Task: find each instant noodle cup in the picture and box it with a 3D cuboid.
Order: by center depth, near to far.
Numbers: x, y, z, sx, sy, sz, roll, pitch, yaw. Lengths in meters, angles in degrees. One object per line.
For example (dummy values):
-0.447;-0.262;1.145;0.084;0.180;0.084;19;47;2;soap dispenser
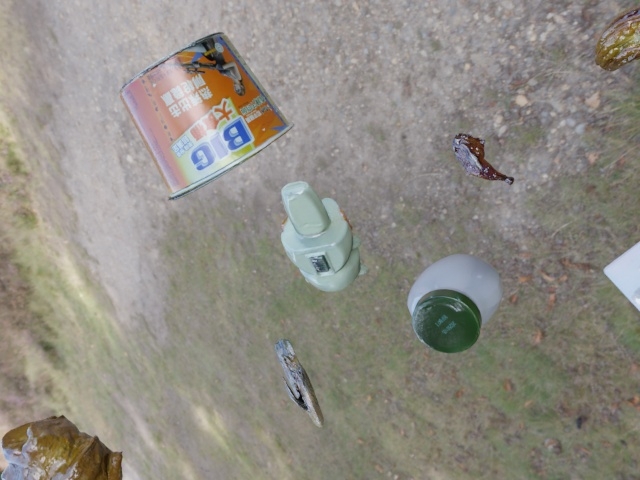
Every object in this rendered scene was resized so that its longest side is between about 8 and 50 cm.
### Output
-0.224;-0.240;0.987;0.297;0.296;0.213;-9;118;49;instant noodle cup

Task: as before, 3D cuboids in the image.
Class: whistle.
-0.001;0.002;0.763;0.105;0.102;0.253;51;173;37;whistle

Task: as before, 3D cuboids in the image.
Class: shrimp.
-0.052;0.288;1.092;0.219;0.046;0.152;59;173;33;shrimp

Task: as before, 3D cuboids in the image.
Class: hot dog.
0.723;-0.470;1.182;0.196;0.272;0.122;-14;103;31;hot dog

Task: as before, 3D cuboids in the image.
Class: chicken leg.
0.450;-0.220;1.465;0.205;0.093;0.053;53;179;-3;chicken leg

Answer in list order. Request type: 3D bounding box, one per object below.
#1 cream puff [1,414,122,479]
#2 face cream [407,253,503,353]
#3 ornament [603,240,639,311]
-0.513;0.477;1.047;0.241;0.154;0.268;18;129;14;cream puff
0.443;0.189;1.739;0.313;0.357;0.219;-15;107;29;face cream
0.549;0.038;0.614;0.239;0.240;0.239;55;131;24;ornament
